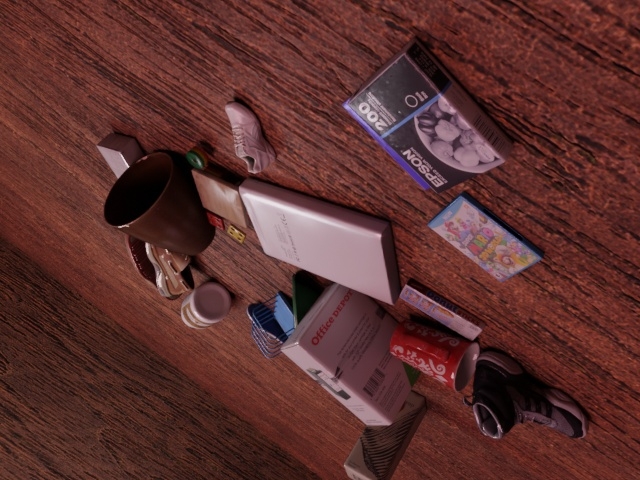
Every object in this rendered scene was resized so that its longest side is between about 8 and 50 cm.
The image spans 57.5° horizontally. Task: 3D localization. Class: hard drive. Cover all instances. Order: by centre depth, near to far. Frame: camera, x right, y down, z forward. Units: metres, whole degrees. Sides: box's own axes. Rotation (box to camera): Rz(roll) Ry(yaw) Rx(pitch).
[{"bbox_3d":[0.000,0.000,1.261,0.353,0.047,0.233,20,147,30],"label":"hard drive"}]

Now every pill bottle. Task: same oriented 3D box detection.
[{"bbox_3d":[-0.387,0.223,1.928,0.131,0.131,0.229,42,151,-8],"label":"pill bottle"}]

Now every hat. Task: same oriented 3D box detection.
[{"bbox_3d":[0.021,0.179,1.499,0.183,0.173,0.208,-2,141,-3],"label":"hat"}]

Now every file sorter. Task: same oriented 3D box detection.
[{"bbox_3d":[-0.130,0.249,1.672,0.118,0.104,0.170,52,156,20],"label":"file sorter"}]

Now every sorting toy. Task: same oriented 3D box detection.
[{"bbox_3d":[-0.220,-0.103,1.355,0.132,0.046,0.274,25,149,21],"label":"sorting toy"}]

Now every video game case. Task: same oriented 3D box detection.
[{"bbox_3d":[0.275,-0.003,0.984,0.166,0.015,0.119,38,152,0],"label":"video game case"}]

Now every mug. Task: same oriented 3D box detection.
[{"bbox_3d":[0.243,0.231,1.271,0.169,0.113,0.150,20,143,37],"label":"mug"}]

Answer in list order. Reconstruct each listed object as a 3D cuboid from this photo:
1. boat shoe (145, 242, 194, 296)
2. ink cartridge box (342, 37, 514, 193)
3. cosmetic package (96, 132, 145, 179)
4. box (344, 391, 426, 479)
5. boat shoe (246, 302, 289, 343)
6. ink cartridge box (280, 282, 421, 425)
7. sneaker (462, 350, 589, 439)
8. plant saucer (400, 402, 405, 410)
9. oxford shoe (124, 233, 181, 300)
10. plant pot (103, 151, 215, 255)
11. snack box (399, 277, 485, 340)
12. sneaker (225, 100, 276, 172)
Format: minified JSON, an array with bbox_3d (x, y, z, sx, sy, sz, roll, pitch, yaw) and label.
[{"bbox_3d":[-0.450,0.039,1.774,0.116,0.123,0.324,-1,135,0],"label":"boat shoe"},{"bbox_3d":[0.142,-0.164,0.868,0.206,0.045,0.208,43,152,-11],"label":"ink cartridge box"},{"bbox_3d":[-0.482,-0.168,1.538,0.099,0.060,0.239,20,147,33],"label":"cosmetic package"},{"bbox_3d":[0.183,0.541,1.604,0.113,0.275,0.094,18,146,28],"label":"box"},{"bbox_3d":[-0.165,0.265,1.808,0.183,0.066,0.066,44,152,-12],"label":"boat shoe"},{"bbox_3d":[0.085,0.261,1.377,0.289,0.211,0.121,43,151,-8],"label":"ink cartridge box"},{"bbox_3d":[0.417,0.362,1.210,0.268,0.153,0.101,36,152,4],"label":"sneaker"},{"bbox_3d":[0.136,0.375,1.526,0.200,0.200,0.037,39,109,-4],"label":"plant saucer"},{"bbox_3d":[-0.571,0.069,1.924,0.130,0.123,0.348,26,149,31],"label":"oxford shoe"},{"bbox_3d":[-0.374,-0.063,1.451,0.215,0.215,0.230,10,154,40],"label":"plant pot"},{"bbox_3d":[0.251,0.144,1.216,0.178,0.022,0.064,31,152,11],"label":"snack box"},{"bbox_3d":[-0.141,-0.196,1.120,0.053,0.061,0.152,8,139,45],"label":"sneaker"}]
